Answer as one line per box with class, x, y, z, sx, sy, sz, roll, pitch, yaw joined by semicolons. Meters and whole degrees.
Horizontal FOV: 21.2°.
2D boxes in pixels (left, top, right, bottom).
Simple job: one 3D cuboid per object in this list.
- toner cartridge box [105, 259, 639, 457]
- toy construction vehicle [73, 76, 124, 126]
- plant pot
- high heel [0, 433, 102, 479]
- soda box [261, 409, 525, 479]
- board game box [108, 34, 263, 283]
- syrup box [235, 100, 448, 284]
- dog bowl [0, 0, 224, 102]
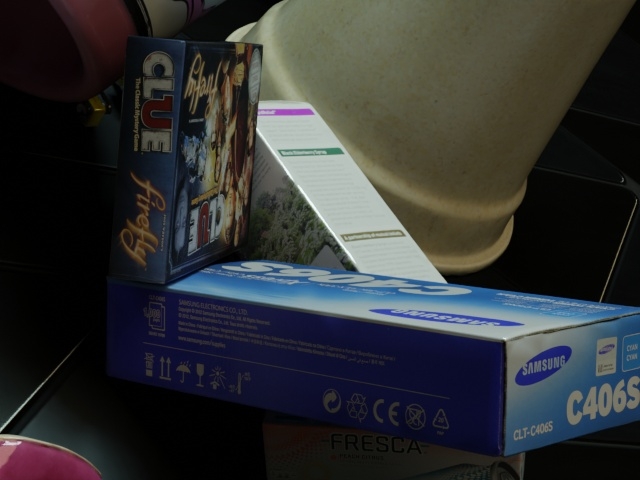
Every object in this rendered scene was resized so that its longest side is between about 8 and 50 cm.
toner cartridge box;0.029;0.070;1.144;0.348;0.075;0.165;7;9;41
toy construction vehicle;-0.186;-0.134;1.440;0.086;0.035;0.098;-11;52;-37
plant pot;0.120;-0.193;1.553;0.334;0.305;0.334;25;33;-18
high heel;-0.225;0.170;0.989;0.244;0.082;0.117;18;63;-49
soda box;0.052;0.141;1.204;0.183;0.063;0.058;2;32;10
board game box;-0.093;-0.065;1.247;0.042;0.165;0.243;7;8;10
syrup box;0.000;0.000;1.386;0.096;0.093;0.237;-5;51;-47
dog bowl;-0.255;-0.260;1.233;0.408;0.408;0.150;36;73;-2
